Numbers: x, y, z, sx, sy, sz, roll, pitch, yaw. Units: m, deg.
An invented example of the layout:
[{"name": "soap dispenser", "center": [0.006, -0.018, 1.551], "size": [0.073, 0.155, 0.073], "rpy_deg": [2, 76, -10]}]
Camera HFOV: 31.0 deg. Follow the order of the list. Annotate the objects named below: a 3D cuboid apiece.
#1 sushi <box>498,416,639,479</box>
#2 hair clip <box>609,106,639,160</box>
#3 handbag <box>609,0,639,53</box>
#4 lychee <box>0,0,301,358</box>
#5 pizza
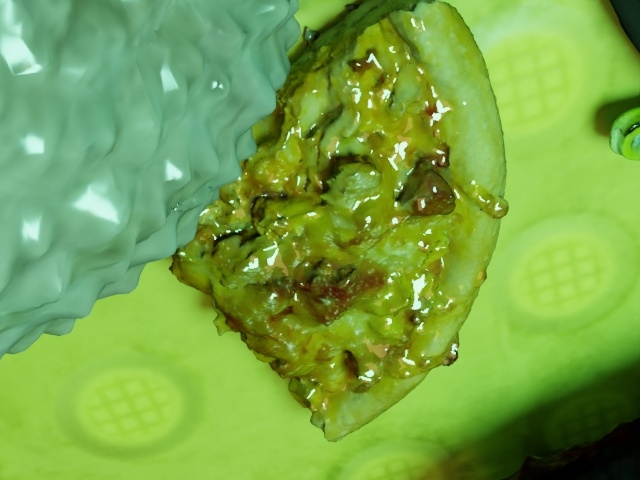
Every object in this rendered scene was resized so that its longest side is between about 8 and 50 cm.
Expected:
[{"name": "sushi", "center": [0.275, 0.249, 0.795], "size": [0.294, 0.281, 0.299], "rpy_deg": [-25, 169, 16]}, {"name": "hair clip", "center": [0.269, -0.068, 0.737], "size": [0.188, 0.033, 0.060], "rpy_deg": [1, 128, -13]}, {"name": "handbag", "center": [0.270, -0.210, 0.607], "size": [0.275, 0.088, 0.244], "rpy_deg": [-30, 121, 14]}, {"name": "lychee", "center": [-0.200, -0.128, 0.410], "size": [0.432, 0.380, 0.380], "rpy_deg": [1, 134, 31]}, {"name": "pizza", "center": [0.000, 0.000, 0.712], "size": [0.226, 0.086, 0.336], "rpy_deg": [2, 127, -13]}]
